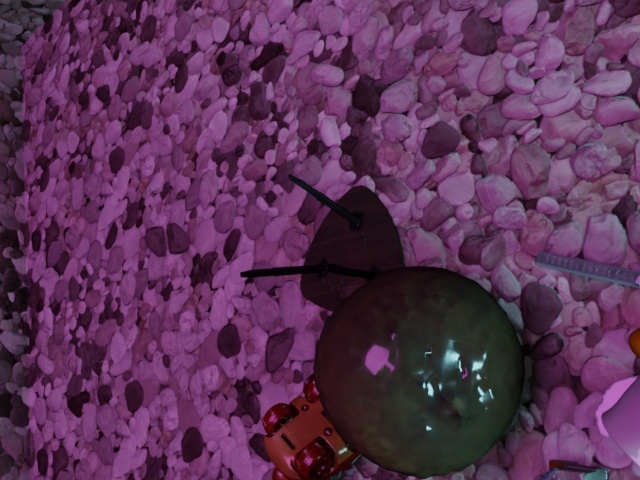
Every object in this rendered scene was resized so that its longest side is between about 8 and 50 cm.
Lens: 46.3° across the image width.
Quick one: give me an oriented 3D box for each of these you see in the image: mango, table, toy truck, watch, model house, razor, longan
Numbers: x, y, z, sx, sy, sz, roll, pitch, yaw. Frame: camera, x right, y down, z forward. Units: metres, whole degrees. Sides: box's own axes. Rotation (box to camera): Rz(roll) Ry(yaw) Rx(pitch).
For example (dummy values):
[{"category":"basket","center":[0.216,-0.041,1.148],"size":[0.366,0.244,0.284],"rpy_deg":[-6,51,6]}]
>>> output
[{"category":"mango","center":[0.582,0.177,1.274],"size":[0.114,0.057,0.079],"rpy_deg":[4,89,44]},{"category":"table","center":[0.000,0.000,1.691],"size":[0.317,0.249,0.317],"rpy_deg":[-11,73,39]},{"category":"toy truck","center":[0.000,0.450,1.653],"size":[0.265,0.239,0.189],"rpy_deg":[-34,49,-19]},{"category":"watch","center":[0.531,0.307,1.172],"size":[0.244,0.231,0.196],"rpy_deg":[44,111,35]},{"category":"model house","center":[0.434,0.436,1.310],"size":[0.100,0.100,0.088],"rpy_deg":[-3,79,42]},{"category":"razor","center":[0.518,0.059,1.357],"size":[0.277,0.056,0.111],"rpy_deg":[14,90,42]},{"category":"longan","center":[0.180,0.233,1.394],"size":[0.391,0.391,0.391],"rpy_deg":[-11,73,39]}]
